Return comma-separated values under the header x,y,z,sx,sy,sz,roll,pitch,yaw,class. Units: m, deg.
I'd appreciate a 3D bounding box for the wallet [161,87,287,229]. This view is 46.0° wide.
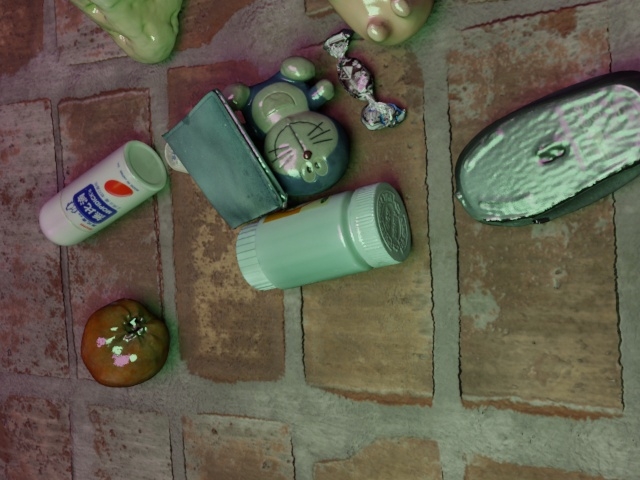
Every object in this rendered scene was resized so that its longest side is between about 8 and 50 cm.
x,y,z,sx,sy,sz,roll,pitch,yaw,class
-0.194,-0.149,1.489,0.251,0.054,0.290,55,155,-7,wallet

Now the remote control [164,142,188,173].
x,y,z,sx,sy,sz,roll,pitch,yaw,class
-0.248,-0.176,1.642,0.221,0.042,0.078,16,109,27,remote control

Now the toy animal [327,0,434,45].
x,y,z,sx,sy,sz,roll,pitch,yaw,class
0.074,-0.509,1.352,0.237,0.269,0.326,-33,110,27,toy animal

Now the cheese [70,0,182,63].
x,y,z,sx,sy,sz,roll,pitch,yaw,class
-0.390,-0.534,1.644,0.173,0.251,0.248,19,67,39,cheese

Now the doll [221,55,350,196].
x,y,z,sx,sy,sz,roll,pitch,yaw,class
-0.055,-0.209,1.465,0.228,0.154,0.258,-26,70,-3,doll

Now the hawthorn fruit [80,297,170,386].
x,y,z,sx,sy,sz,roll,pitch,yaw,class
-0.461,0.255,1.721,0.199,0.199,0.251,54,129,15,hawthorn fruit

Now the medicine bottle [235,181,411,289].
x,y,z,sx,sy,sz,roll,pitch,yaw,class
0.000,0.000,1.454,0.318,0.158,0.158,-14,87,28,medicine bottle

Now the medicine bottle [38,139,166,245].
x,y,z,sx,sy,sz,roll,pitch,yaw,class
-0.518,-0.097,1.747,0.341,0.130,0.130,-28,80,28,medicine bottle

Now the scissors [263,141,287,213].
x,y,z,sx,sy,sz,roll,pitch,yaw,class
-0.100,-0.156,1.557,0.110,0.021,0.212,139,121,-64,scissors

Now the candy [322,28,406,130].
x,y,z,sx,sy,sz,roll,pitch,yaw,class
0.080,-0.309,1.453,0.094,0.051,0.226,-36,78,15,candy

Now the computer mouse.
x,y,z,sx,sy,sz,roll,pitch,yaw,class
0.400,-0.146,1.252,0.374,0.114,0.203,-22,85,36,computer mouse
